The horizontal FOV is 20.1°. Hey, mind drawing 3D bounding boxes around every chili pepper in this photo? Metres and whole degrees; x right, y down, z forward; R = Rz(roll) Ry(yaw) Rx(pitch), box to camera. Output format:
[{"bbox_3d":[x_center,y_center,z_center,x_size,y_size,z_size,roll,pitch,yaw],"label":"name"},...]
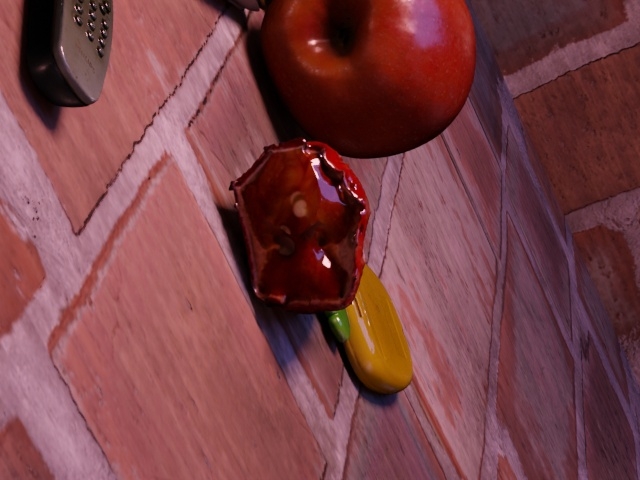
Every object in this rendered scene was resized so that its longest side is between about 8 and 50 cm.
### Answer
[{"bbox_3d":[0.000,0.000,1.618,0.144,0.136,0.253,43,2,10],"label":"chili pepper"}]

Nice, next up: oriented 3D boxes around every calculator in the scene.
[{"bbox_3d":[0.046,0.081,1.800,0.235,0.032,0.146,30,40,-71],"label":"calculator"}]

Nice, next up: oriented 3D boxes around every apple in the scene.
[{"bbox_3d":[0.051,-0.195,1.853,0.201,0.218,0.218,13,57,-67],"label":"apple"}]

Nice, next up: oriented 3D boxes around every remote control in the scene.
[{"bbox_3d":[-0.181,-0.172,1.311,0.222,0.042,0.072,-95,159,-51],"label":"remote control"}]

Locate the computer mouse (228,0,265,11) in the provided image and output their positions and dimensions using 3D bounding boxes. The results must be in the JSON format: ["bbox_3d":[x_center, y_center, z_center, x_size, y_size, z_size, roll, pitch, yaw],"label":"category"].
[{"bbox_3d":[-0.104,-0.299,1.764,0.245,0.056,0.126,27,43,-71],"label":"computer mouse"}]
